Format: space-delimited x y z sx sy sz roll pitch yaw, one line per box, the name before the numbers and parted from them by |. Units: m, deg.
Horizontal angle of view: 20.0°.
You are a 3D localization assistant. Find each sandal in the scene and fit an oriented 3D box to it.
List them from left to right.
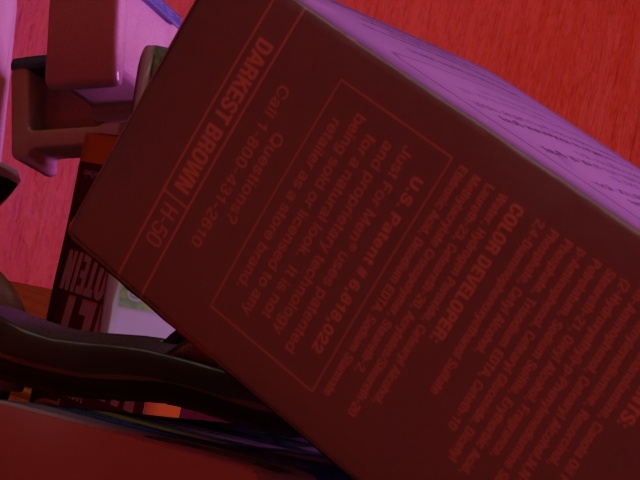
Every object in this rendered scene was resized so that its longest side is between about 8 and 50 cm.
sandal | -0.033 0.042 0.728 0.219 0.060 0.090 11 -2 -2

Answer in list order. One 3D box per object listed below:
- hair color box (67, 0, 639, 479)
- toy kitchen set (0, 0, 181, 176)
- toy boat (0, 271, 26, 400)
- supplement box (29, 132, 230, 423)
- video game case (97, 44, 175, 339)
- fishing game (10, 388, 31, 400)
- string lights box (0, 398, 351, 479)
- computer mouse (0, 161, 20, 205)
hair color box | 0.117 0.063 0.562 0.374 0.114 0.185 37 13 30
toy kitchen set | -0.171 -0.117 1.036 0.207 0.122 0.166 -2 -15 19
toy boat | -0.330 0.028 0.981 0.318 0.148 0.267 23 -2 -42
supplement box | -0.037 0.056 1.000 0.194 0.191 0.129 12 0 -34
video game case | 0.000 0.000 0.853 0.193 0.023 0.212 12 44 -10
fishing game | -0.103 0.123 1.342 0.189 0.041 0.264 15 1 36
string lights box | -0.005 0.118 0.704 0.133 0.077 0.259 10 -3 36
computer mouse | -0.227 -0.035 0.986 0.106 0.042 0.193 5 -7 23
